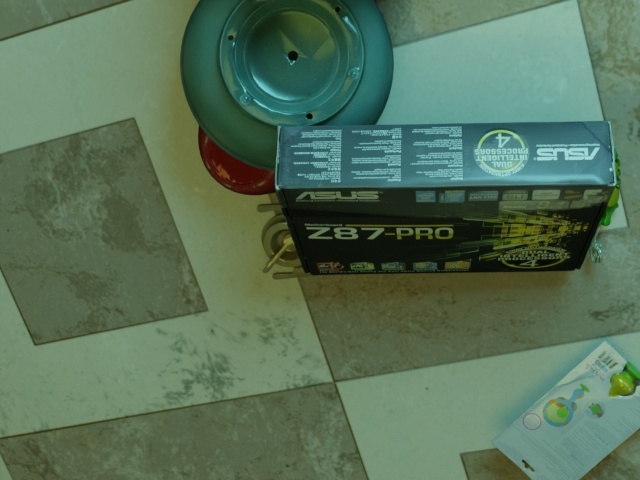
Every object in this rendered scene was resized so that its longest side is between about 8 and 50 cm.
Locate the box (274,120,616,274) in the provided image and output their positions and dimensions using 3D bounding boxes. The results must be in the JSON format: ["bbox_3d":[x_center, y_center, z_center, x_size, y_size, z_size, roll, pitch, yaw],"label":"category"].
[{"bbox_3d":[0.156,-0.047,1.317,0.394,0.097,0.318,0,158,5],"label":"box"}]

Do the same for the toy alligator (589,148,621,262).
[{"bbox_3d":[0.393,-0.062,1.409,0.051,0.056,0.190,-19,113,-23],"label":"toy alligator"}]

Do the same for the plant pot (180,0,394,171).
[{"bbox_3d":[-0.039,-0.231,1.300,0.293,0.196,0.293,0,96,-4],"label":"plant pot"}]

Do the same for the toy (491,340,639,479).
[{"bbox_3d":[0.392,0.268,1.550,0.137,0.056,0.237,43,111,-3],"label":"toy"}]

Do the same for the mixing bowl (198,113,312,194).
[{"bbox_3d":[-0.104,-0.137,1.467,0.181,0.098,0.181,5,113,11],"label":"mixing bowl"}]

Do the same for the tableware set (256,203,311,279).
[{"bbox_3d":[0.000,0.000,1.534,0.194,0.039,0.128,-6,112,16],"label":"tableware set"}]
